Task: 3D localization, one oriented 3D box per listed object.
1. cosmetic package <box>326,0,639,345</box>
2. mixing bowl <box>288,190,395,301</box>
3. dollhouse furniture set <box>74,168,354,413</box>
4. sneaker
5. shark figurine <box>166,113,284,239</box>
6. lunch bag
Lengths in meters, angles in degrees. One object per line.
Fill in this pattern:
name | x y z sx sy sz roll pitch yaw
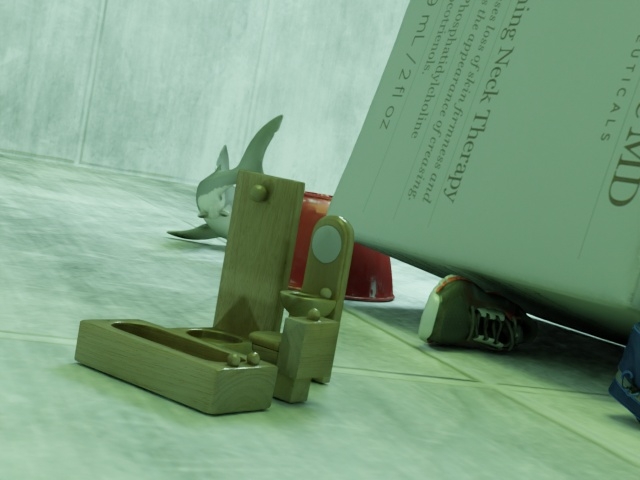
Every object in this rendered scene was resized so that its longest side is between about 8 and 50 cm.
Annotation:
cosmetic package | 0.284 -0.081 1.093 0.327 0.329 0.393 23 -5 -36
mixing bowl | 0.000 0.000 1.249 0.181 0.098 0.181 10 6 -1
dollhouse furniture set | -0.054 0.021 0.699 0.144 0.123 0.151 14 6 38
sneaker | 0.143 0.068 0.996 0.065 0.061 0.158 21 10 34
shark figurine | -0.110 -0.072 1.406 0.166 0.116 0.278 4 -19 1
lunch bag | 0.249 0.098 0.793 0.098 0.065 0.067 1 26 -28
